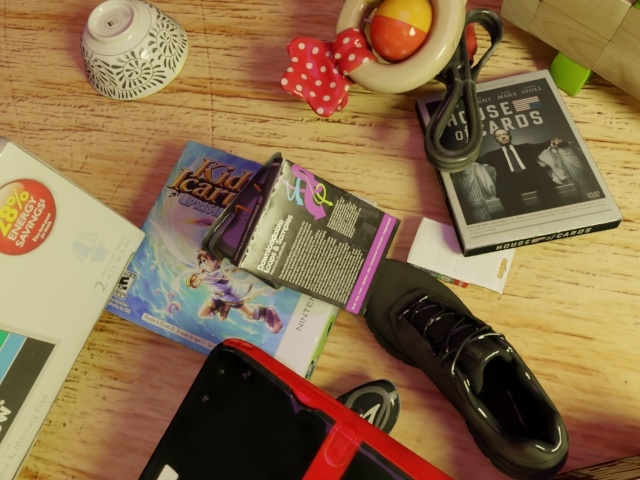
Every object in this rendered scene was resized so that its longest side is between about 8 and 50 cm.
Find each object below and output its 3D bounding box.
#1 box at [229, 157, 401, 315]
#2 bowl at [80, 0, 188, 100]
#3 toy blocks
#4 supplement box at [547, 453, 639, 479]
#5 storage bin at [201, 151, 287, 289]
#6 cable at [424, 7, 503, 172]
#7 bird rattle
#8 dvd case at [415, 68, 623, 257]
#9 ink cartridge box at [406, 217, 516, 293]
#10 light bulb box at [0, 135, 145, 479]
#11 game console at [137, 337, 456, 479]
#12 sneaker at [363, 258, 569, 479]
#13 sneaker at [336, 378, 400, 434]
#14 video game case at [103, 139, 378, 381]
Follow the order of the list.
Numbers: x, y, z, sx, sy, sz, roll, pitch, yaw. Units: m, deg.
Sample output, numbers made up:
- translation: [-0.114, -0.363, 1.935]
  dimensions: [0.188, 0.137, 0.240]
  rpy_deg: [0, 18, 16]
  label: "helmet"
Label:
- translation: [0.000, 0.000, 0.544]
  dimensions: [0.029, 0.162, 0.116]
  rpy_deg: [17, 83, 57]
  label: "box"
- translation: [-0.293, -0.303, 0.783]
  dimensions: [0.170, 0.080, 0.170]
  rpy_deg: [-2, 71, 7]
  label: "bowl"
- translation: [0.430, -0.312, 0.653]
  dimensions: [0.261, 0.190, 0.381]
  rpy_deg: [-40, 70, -19]
  label: "toy blocks"
- translation: [0.311, 0.298, 0.456]
  dimensions: [0.192, 0.129, 0.194]
  rpy_deg: [-15, 69, 2]
  label: "supplement box"
- translation: [-0.050, -0.017, 0.579]
  dimensions: [0.091, 0.098, 0.135]
  rpy_deg: [36, 78, 8]
  label: "storage bin"
- translation: [0.178, -0.203, 0.677]
  dimensions: [0.140, 0.072, 0.287]
  rpy_deg: [-3, 64, -1]
  label: "cable"
- translation: [0.070, -0.266, 0.651]
  dimensions: [0.207, 0.143, 0.253]
  rpy_deg: [27, 90, 30]
  label: "bird rattle"
- translation: [0.233, -0.103, 0.649]
  dimensions: [0.180, 0.029, 0.238]
  rpy_deg: [-12, 61, 3]
  label: "dvd case"
- translation: [0.167, 0.021, 0.630]
  dimensions: [0.115, 0.029, 0.062]
  rpy_deg: [20, 73, 13]
  label: "ink cartridge box"
- translation: [-0.461, 0.057, 0.571]
  dimensions: [0.361, 0.225, 0.357]
  rpy_deg: [17, 74, 23]
  label: "light bulb box"
- translation: [-0.051, 0.339, 0.492]
  dimensions: [0.342, 0.060, 0.386]
  rpy_deg: [30, 91, 20]
  label: "game console"
- translation: [0.142, 0.109, 0.541]
  dimensions: [0.109, 0.130, 0.286]
  rpy_deg: [-42, 61, -9]
  label: "sneaker"
- translation: [0.004, 0.211, 0.557]
  dimensions: [0.188, 0.078, 0.067]
  rpy_deg: [-28, 69, -3]
  label: "sneaker"
- translation: [-0.097, 0.024, 0.648]
  dimensions: [0.270, 0.061, 0.244]
  rpy_deg: [20, 73, 14]
  label: "video game case"
